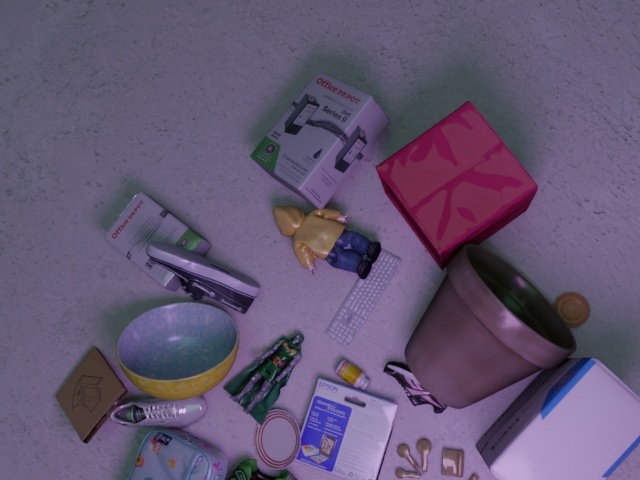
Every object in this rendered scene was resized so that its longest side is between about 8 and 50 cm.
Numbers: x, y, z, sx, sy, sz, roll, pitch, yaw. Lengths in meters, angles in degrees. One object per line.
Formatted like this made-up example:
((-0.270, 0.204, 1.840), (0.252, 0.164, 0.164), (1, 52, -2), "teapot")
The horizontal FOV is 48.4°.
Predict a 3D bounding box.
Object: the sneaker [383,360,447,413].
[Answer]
((0.224, 0.351, 1.682), (0.178, 0.072, 0.077), (26, 95, 19), "sneaker")

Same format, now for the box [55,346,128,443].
((-0.576, 0.385, 1.785), (0.164, 0.021, 0.201), (-52, 46, -3), "box")

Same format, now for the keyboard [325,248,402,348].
((0.107, 0.142, 1.769), (0.072, 0.014, 0.256), (31, 85, 14), "keyboard")

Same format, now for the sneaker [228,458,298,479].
((-0.069, 0.623, 1.632), (0.344, 0.134, 0.146), (23, 95, 13), "sneaker")

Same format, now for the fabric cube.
((0.312, -0.120, 1.662), (0.258, 0.254, 0.259), (-35, 76, 3), "fabric cube")

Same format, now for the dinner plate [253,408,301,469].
((-0.102, 0.480, 1.718), (0.141, 0.017, 0.141), (-10, 73, 33), "dinner plate")

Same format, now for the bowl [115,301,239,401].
((-0.337, 0.295, 1.725), (0.290, 0.289, 0.155), (8, 124, 11), "bowl")

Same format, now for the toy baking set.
((0.239, 0.585, 1.655), (0.197, 0.030, 0.256), (28, 85, 16), "toy baking set")

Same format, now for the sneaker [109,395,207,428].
((-0.398, 0.426, 1.759), (0.235, 0.095, 0.090), (-9, 76, 6), "sneaker")

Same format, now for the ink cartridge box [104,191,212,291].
((-0.420, 0.002, 1.844), (0.219, 0.092, 0.160), (37, 87, 14), "ink cartridge box")

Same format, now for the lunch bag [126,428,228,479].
((-0.349, 0.593, 1.683), (0.224, 0.108, 0.279), (17, 82, 31), "lunch bag")

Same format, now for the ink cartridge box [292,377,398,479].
((0.062, 0.457, 1.698), (0.207, 0.045, 0.208), (17, 84, 13), "ink cartridge box")

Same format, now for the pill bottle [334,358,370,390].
((0.079, 0.327, 1.722), (0.083, 0.043, 0.043), (33, 86, 14), "pill bottle")

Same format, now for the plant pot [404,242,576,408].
((0.347, 0.212, 1.581), (0.323, 0.323, 0.280), (47, 113, 14), "plant pot")

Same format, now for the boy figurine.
((0.000, 0.000, 1.770), (0.285, 0.092, 0.177), (24, 81, 16), "boy figurine")

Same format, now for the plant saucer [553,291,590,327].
((0.593, 0.164, 1.681), (0.084, 0.013, 0.083), (-2, 80, 10), "plant saucer")

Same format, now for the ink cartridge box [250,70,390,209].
((-0.001, -0.255, 1.776), (0.211, 0.121, 0.289), (35, 86, 38), "ink cartridge box")

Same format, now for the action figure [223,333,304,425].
((-0.121, 0.319, 1.752), (0.137, 0.063, 0.232), (39, 84, 19), "action figure")

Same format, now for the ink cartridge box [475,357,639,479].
((0.483, 0.395, 1.462), (0.166, 0.395, 0.285), (43, 89, 12), "ink cartridge box")

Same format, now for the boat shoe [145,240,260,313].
((-0.298, 0.098, 1.750), (0.301, 0.108, 0.102), (25, 97, -26), "boat shoe")
